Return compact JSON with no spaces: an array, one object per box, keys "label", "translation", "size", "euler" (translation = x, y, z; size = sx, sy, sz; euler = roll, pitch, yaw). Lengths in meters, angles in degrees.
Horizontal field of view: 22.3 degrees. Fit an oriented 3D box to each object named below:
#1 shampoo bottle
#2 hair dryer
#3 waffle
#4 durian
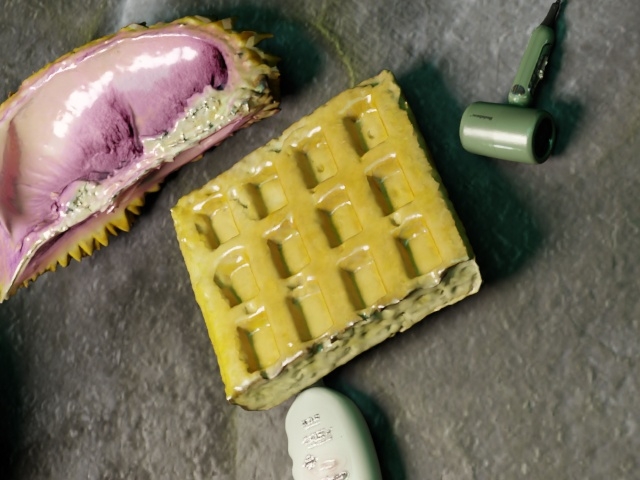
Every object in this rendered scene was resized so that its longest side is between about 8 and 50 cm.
[{"label":"shampoo bottle","translation":[0.004,0.157,1.370],"size":[0.077,0.045,0.152],"euler":[-26,60,23]},{"label":"hair dryer","translation":[0.173,-0.138,1.363],"size":[0.071,0.047,0.150],"euler":[13,77,32]},{"label":"waffle","translation":[0.000,0.000,1.391],"size":[0.248,0.055,0.221],"euler":[-31,53,16]},{"label":"durian","translation":[-0.184,-0.097,1.513],"size":[0.341,0.112,0.191],"euler":[-37,53,6]}]
